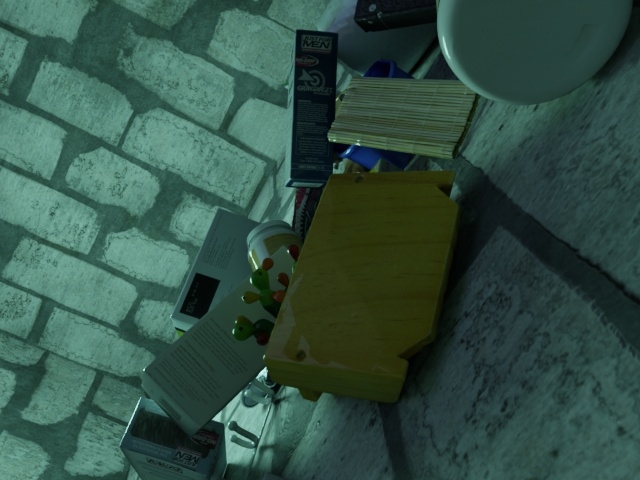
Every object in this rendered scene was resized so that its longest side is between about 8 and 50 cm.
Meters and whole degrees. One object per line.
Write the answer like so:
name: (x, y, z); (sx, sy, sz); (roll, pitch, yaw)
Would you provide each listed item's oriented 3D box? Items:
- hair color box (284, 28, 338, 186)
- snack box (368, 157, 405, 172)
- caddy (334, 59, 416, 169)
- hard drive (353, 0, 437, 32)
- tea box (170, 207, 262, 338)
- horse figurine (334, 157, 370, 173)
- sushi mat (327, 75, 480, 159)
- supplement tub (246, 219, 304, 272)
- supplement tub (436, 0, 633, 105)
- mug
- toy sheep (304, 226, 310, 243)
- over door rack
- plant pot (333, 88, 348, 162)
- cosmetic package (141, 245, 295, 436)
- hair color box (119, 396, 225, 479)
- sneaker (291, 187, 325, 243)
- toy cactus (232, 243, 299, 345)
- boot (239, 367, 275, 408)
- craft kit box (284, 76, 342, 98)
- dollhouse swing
hair color box: (-0.024, -0.306, 1.516); (0.174, 0.105, 0.347); (177, 95, -82)
snack box: (0.092, -0.049, 1.358); (0.207, 0.070, 0.174); (-47, 21, 45)
caddy: (0.123, -0.290, 1.458); (0.241, 0.179, 0.341); (-60, 14, 11)
hard drive: (0.243, -0.570, 1.312); (0.339, 0.064, 0.237); (4, 78, 37)
tea box: (-0.241, 0.144, 1.760); (0.323, 0.220, 0.329); (107, -178, -68)
horse figurine: (0.084, -0.199, 1.678); (0.263, 0.066, 0.174); (-81, 16, -44)
sushi mat: (0.155, -0.247, 1.230); (0.316, 0.019, 0.151); (16, 82, 42)
supplement tub: (-0.094, 0.062, 1.541); (0.144, 0.144, 0.199); (-54, 46, 34)
supplement tub: (0.279, -0.364, 0.891); (0.235, 0.235, 0.325); (-53, 17, 37)
mug: (0.216, -0.621, 1.613); (0.328, 0.276, 0.374); (-49, -9, 37)
toy sheep: (0.000, 0.000, 1.589); (0.091, 0.091, 0.132); (-85, 11, -57)
over door rack: (-0.127, 0.388, 1.289); (0.324, 0.108, 0.239); (-43, 26, 56)
plant pot: (0.067, -0.314, 1.851); (0.237, 0.110, 0.237); (-58, 15, 25)
cosmetic package: (-0.165, 0.201, 1.259); (0.365, 0.155, 0.197); (-44, -5, -28)
hair color box: (-0.315, 0.484, 1.414); (0.374, 0.185, 0.113); (102, -175, -59)
sneaker: (-0.022, -0.064, 1.752); (0.121, 0.112, 0.299); (108, 170, -69)
toy cactus: (-0.065, 0.124, 1.116); (0.112, 0.180, 0.219); (-10, 28, 28)
boot: (-0.133, 0.329, 1.496); (0.190, 0.069, 0.086); (-60, 11, 6)
craft kit box: (0.012, -0.463, 2.039); (0.061, 0.250, 0.246); (-60, 14, 6)
dollhouse swing: (0.096, 0.114, 1.068); (0.315, 0.305, 0.347); (2, 57, 29)
